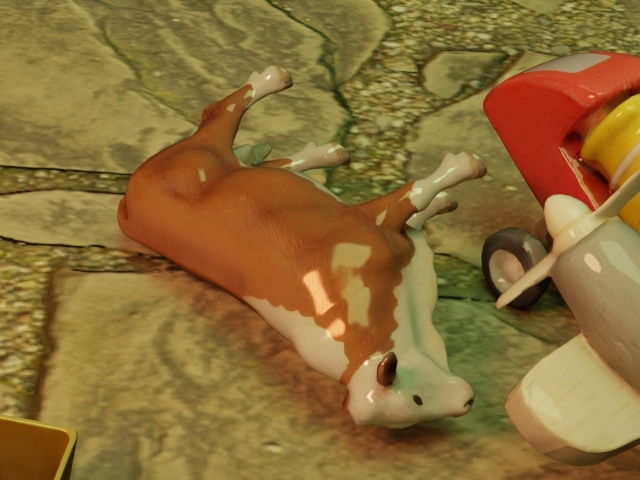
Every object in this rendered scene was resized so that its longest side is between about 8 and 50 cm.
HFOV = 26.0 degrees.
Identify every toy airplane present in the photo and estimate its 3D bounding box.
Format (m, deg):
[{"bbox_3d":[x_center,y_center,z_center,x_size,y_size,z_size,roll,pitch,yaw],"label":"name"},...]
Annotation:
[{"bbox_3d":[0.300,0.005,0.901,0.384,0.272,0.386,9,40,-1],"label":"toy airplane"}]

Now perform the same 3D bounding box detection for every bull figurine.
[{"bbox_3d":[0.000,0.000,0.957,0.310,0.101,0.188,31,61,28],"label":"bull figurine"}]

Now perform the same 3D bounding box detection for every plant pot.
[{"bbox_3d":[-0.185,0.154,0.773,0.081,0.083,0.081,11,41,1],"label":"plant pot"}]
